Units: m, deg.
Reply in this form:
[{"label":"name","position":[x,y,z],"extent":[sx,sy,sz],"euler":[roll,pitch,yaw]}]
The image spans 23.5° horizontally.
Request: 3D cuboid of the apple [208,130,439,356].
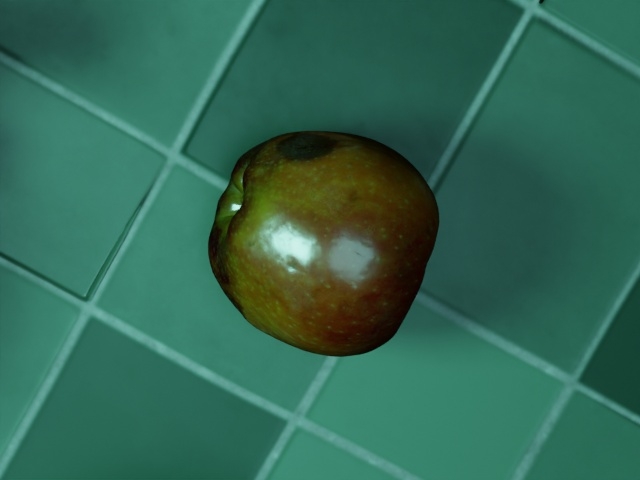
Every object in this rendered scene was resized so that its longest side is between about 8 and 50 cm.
[{"label":"apple","position":[0.000,0.000,1.506],"extent":[0.230,0.230,0.230],"euler":[-1,96,-8]}]
